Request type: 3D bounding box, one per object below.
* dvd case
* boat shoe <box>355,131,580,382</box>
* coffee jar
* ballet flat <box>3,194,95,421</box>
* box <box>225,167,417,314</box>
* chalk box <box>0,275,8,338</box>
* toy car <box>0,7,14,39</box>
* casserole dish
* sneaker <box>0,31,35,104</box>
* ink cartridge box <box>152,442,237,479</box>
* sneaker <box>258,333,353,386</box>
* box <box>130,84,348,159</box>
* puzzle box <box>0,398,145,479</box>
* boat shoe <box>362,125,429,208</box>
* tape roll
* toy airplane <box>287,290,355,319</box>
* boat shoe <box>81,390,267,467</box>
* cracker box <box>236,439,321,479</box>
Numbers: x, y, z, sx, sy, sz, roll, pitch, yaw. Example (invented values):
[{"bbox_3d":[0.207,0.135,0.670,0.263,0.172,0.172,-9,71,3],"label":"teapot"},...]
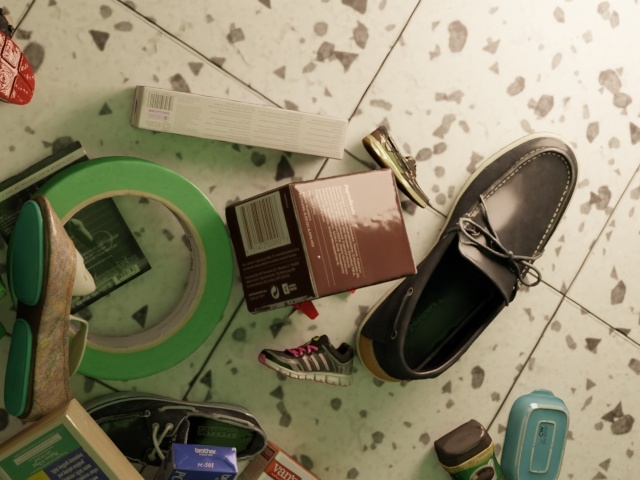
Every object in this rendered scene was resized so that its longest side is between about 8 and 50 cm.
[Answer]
[{"bbox_3d":[-0.372,-0.011,1.742,0.164,0.018,0.221,-31,108,-12],"label":"dvd case"},{"bbox_3d":[0.258,0.033,1.903,0.187,0.156,0.500,45,81,-18],"label":"boat shoe"},{"bbox_3d":[0.264,0.396,1.995,0.096,0.079,0.184,-28,107,-11],"label":"coffee jar"},{"bbox_3d":[-0.367,0.091,1.628,0.106,0.107,0.316,-1,106,-39],"label":"ballet flat"},{"bbox_3d":[0.000,0.000,1.748,0.203,0.168,0.167,-11,86,-39],"label":"box"},{"bbox_3d":[-0.545,0.049,1.602,0.180,0.179,0.289,-39,108,-10],"label":"chalk box"},{"bbox_3d":[-0.447,-0.335,1.669,0.040,0.060,0.122,10,74,22],"label":"toy car"},{"bbox_3d":[0.375,0.352,2.053,0.114,0.037,0.188,8,94,-21],"label":"casserole dish"},{"bbox_3d":[-0.506,-0.251,1.636,0.221,0.128,0.087,40,54,-48],"label":"sneaker"},{"bbox_3d":[-0.202,0.376,1.777,0.097,0.046,0.207,9,137,-21],"label":"ink cartridge box"},{"bbox_3d":[-0.018,0.180,1.874,0.170,0.063,0.075,13,94,-26],"label":"sneaker"},{"bbox_3d":[-0.120,-0.176,1.784,0.324,0.063,0.067,6,97,-20],"label":"box"},{"bbox_3d":[-0.417,0.425,1.664,0.409,0.052,0.272,-32,106,15],"label":"puzzle box"},{"bbox_3d":[0.130,-0.116,1.886,0.049,0.056,0.152,-43,109,-4],"label":"boat shoe"},{"bbox_3d":[-0.290,0.040,1.728,0.321,0.077,0.321,-4,101,-19],"label":"tape roll"},{"bbox_3d":[-0.010,0.058,1.876,0.151,0.028,0.151,-3,98,-19],"label":"toy airplane"},{"bbox_3d":[-0.228,0.296,1.792,0.301,0.102,0.108,8,95,-21],"label":"boat shoe"},{"bbox_3d":[-0.090,0.457,1.884,0.155,0.067,0.232,41,83,-21],"label":"cracker box"}]
